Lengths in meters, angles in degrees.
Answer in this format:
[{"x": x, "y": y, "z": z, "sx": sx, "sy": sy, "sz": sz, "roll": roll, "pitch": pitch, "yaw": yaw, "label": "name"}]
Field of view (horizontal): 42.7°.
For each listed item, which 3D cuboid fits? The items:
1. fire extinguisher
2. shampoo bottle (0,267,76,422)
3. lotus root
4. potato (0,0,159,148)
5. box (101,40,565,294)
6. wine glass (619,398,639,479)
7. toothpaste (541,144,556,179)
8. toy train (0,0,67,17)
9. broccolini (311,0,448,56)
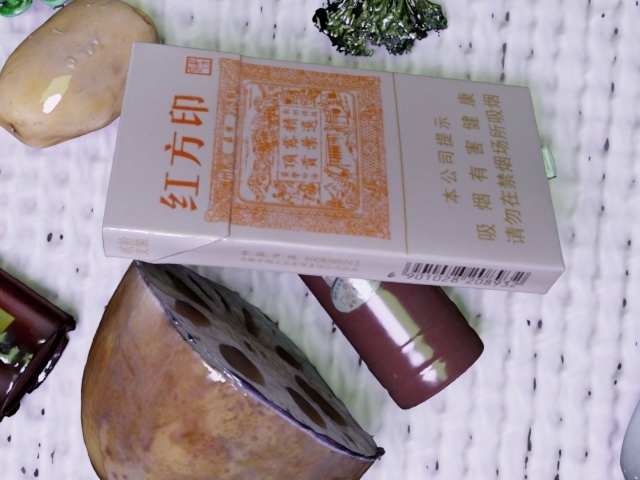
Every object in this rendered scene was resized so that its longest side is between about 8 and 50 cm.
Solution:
[{"x": 0.000, "y": 0.000, "z": 0.759, "sx": 0.344, "sy": 0.102, "sz": 0.138, "roll": 52, "pitch": 48, "yaw": 4, "label": "fire extinguisher"}, {"x": -0.406, "y": 0.039, "z": 0.801, "sx": 0.323, "sy": 0.084, "sz": 0.129, "roll": 34, "pitch": 86, "yaw": 5, "label": "shampoo bottle"}, {"x": -0.098, "y": 0.151, "z": 0.703, "sx": 0.272, "sy": 0.272, "sz": 0.192, "roll": 41, "pitch": 101, "yaw": 4, "label": "lotus root"}, {"x": -0.233, "y": -0.164, "z": 0.791, "sx": 0.178, "sy": 0.118, "sz": 0.109, "roll": -50, "pitch": 121, "yaw": -13, "label": "potato"}, {"x": 0.013, "y": -0.064, "z": 0.696, "sx": 0.365, "sy": 0.051, "sz": 0.205, "roll": 5, "pitch": 56, "yaw": -8, "label": "box"}, {"x": 0.336, "y": 0.181, "z": 0.738, "sx": 0.111, "sy": 0.111, "sz": 0.204, "roll": 24, "pitch": 91, "yaw": 4, "label": "wine glass"}, {"x": 0.143, "y": -0.052, "z": 0.794, "sx": 0.164, "sy": 0.046, "sz": 0.034, "roll": -16, "pitch": 87, "yaw": 2, "label": "toothpaste"}, {"x": -0.350, "y": -0.272, "z": 0.814, "sx": 0.251, "sy": 0.085, "sz": 0.119, "roll": -12, "pitch": 61, "yaw": 7, "label": "toy train"}, {"x": 0.012, "y": -0.297, "z": 0.807, "sx": 0.123, "sy": 0.062, "sz": 0.271, "roll": -30, "pitch": 91, "yaw": -14, "label": "broccolini"}]
